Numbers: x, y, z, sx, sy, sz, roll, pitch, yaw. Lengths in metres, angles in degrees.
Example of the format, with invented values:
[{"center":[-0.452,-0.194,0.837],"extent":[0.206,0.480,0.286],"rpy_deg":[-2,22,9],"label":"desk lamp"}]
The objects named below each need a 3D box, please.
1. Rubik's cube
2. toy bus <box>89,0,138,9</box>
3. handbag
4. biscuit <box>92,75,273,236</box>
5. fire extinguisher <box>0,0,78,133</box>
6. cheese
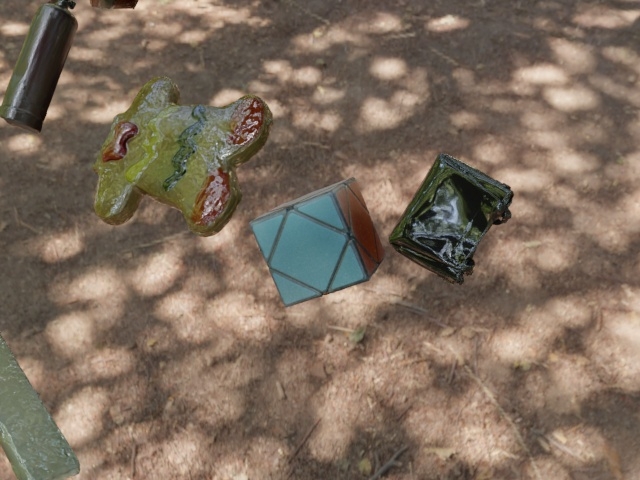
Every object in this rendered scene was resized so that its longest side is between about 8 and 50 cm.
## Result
[{"center":[0.000,0.000,1.424],"extent":[0.205,0.205,0.207],"rpy_deg":[-20,8,20],"label":"Rubik's cube"},{"center":[-0.366,-0.598,1.087],"extent":[0.092,0.408,0.093],"rpy_deg":[-9,4,-20],"label":"toy bus"},{"center":[0.331,-0.051,1.651],"extent":[0.114,0.285,0.257],"rpy_deg":[25,9,-46],"label":"handbag"},{"center":[-0.326,-0.182,1.435],"extent":[0.394,0.076,0.367],"rpy_deg":[18,78,26],"label":"biscuit"},{"center":[-0.481,-0.321,1.131],"extent":[0.089,0.072,0.267],"rpy_deg":[9,80,42],"label":"fire extinguisher"},{"center":[-0.497,0.216,1.011],"extent":[0.085,0.034,0.400],"rpy_deg":[-8,43,-48],"label":"cheese"}]
